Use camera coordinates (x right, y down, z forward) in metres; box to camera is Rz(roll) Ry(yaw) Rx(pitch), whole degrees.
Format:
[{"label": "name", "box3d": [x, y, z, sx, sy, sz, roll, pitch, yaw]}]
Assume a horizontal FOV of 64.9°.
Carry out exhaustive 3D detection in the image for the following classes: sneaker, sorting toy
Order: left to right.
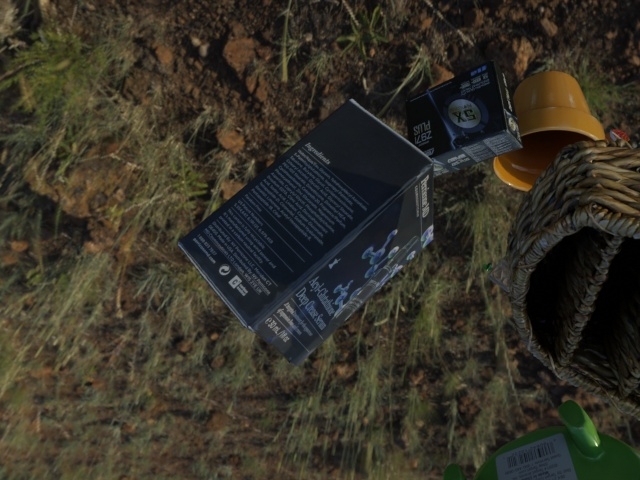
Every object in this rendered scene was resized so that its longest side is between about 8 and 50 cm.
[{"label": "sorting toy", "box3d": [0.403, 0.067, 1.119, 0.062, 0.083, 0.012, -54, 146, 8]}, {"label": "sneaker", "box3d": [0.760, -0.205, 1.269, 0.064, 0.175, 0.067, 10, 139, -6]}]

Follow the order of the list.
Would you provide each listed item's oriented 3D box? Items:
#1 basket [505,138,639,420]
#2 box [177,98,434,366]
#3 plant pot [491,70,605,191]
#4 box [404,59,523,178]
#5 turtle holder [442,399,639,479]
[{"label": "basket", "box3d": [0.333, 0.063, 0.571, 0.214, 0.223, 0.299, 1, 139, 9]}, {"label": "box", "box3d": [0.000, 0.000, 0.934, 0.212, 0.395, 0.293, 44, 171, 26]}, {"label": "plant pot", "box3d": [0.459, -0.230, 1.021, 0.205, 0.188, 0.205, 10, 153, 5]}, {"label": "box", "box3d": [0.254, -0.214, 0.915, 0.180, 0.147, 0.077, -17, 154, 36]}, {"label": "turtle holder", "box3d": [0.281, 0.346, 0.492, 0.227, 0.243, 0.320, 52, 174, -13]}]
